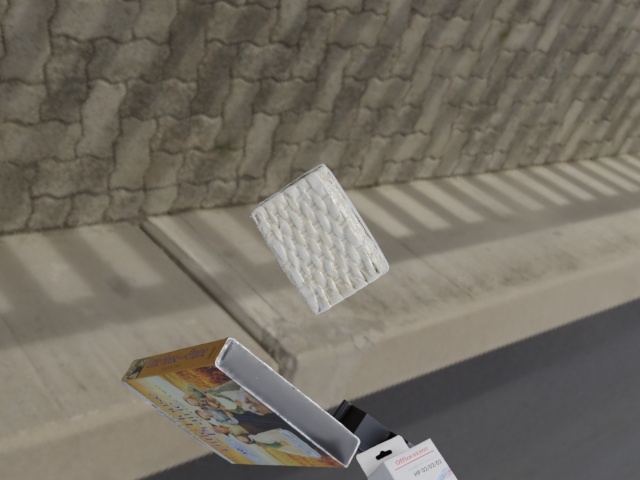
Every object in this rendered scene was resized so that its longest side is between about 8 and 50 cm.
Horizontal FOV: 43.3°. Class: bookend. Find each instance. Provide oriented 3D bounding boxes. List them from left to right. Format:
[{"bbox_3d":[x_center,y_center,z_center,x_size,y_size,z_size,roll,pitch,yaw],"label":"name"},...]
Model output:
[{"bbox_3d":[0.111,0.378,1.467,0.156,0.157,0.072,40,78,-21],"label":"bookend"}]

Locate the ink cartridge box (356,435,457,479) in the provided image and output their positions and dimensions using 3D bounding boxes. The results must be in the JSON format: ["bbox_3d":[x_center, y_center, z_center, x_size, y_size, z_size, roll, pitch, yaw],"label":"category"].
[{"bbox_3d":[0.148,0.377,1.228,0.104,0.181,0.061,-15,149,-37],"label":"ink cartridge box"}]

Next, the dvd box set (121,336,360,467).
[{"bbox_3d":[-0.164,0.309,1.479,0.307,0.420,0.062,42,58,-19],"label":"dvd box set"}]

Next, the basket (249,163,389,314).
[{"bbox_3d":[0.000,0.000,1.013,0.113,0.167,0.103,-33,-178,6],"label":"basket"}]
